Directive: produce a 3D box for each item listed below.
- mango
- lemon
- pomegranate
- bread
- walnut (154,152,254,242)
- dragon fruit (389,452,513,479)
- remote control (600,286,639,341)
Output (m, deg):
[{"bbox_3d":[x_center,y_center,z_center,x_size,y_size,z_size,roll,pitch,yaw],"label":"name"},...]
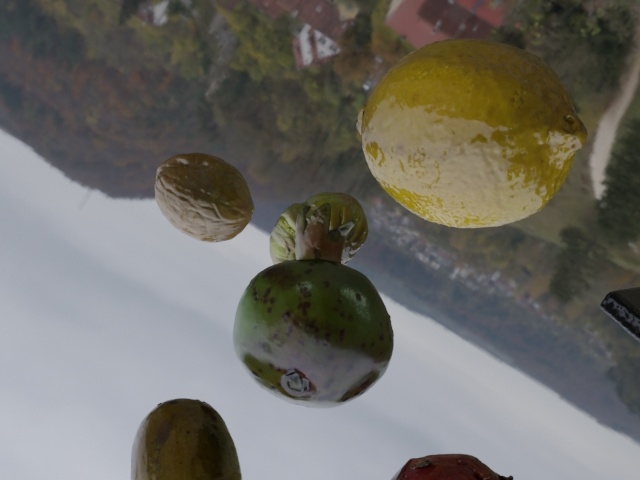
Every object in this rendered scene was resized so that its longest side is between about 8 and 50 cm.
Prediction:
[{"bbox_3d":[-0.183,0.380,1.191,0.176,0.175,0.329,31,-149,-37],"label":"mango"},{"bbox_3d":[0.143,-0.107,0.832,0.257,0.188,0.188,13,168,41],"label":"lemon"},{"bbox_3d":[0.011,0.100,1.210,0.231,0.286,0.231,26,156,13],"label":"pomegranate"},{"bbox_3d":[0.000,0.000,1.666,0.105,0.213,0.213,49,-169,34],"label":"bread"},{"bbox_3d":[-0.137,-0.051,0.978,0.124,0.105,0.105,30,-178,-1],"label":"walnut"},{"bbox_3d":[0.202,0.461,1.372,0.241,0.241,0.252,33,149,13],"label":"dragon fruit"},{"bbox_3d":[0.296,0.093,0.625,0.063,0.025,0.245,-7,-157,-11],"label":"remote control"}]
